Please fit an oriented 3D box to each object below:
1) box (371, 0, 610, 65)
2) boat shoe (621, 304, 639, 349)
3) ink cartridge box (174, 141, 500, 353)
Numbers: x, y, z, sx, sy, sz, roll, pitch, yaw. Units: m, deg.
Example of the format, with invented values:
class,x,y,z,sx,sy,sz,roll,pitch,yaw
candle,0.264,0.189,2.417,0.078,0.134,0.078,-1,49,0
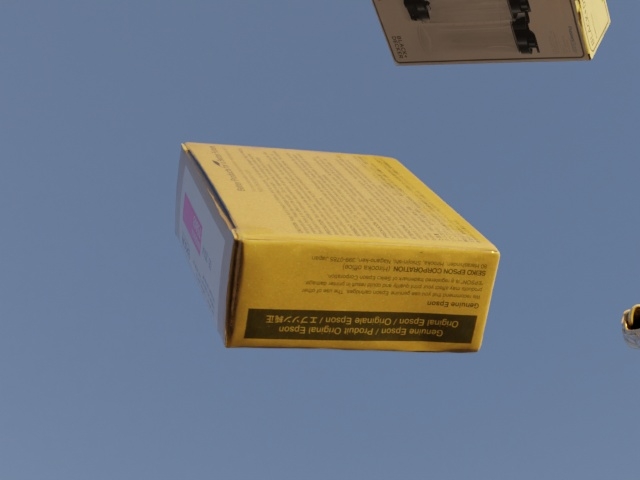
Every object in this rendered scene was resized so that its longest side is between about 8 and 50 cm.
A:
class,x,y,z,sx,sy,sz,roll,pitch,yaw
box,0.213,-0.320,1.457,0.290,0.087,0.169,4,-45,36
boat shoe,0.432,0.112,1.484,0.063,0.170,0.059,-25,-83,5
ink cartridge box,0.000,0.000,0.863,0.193,0.234,0.088,2,-70,-17
